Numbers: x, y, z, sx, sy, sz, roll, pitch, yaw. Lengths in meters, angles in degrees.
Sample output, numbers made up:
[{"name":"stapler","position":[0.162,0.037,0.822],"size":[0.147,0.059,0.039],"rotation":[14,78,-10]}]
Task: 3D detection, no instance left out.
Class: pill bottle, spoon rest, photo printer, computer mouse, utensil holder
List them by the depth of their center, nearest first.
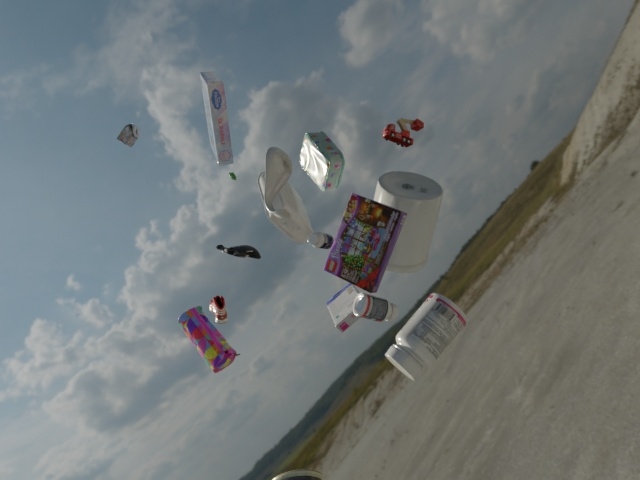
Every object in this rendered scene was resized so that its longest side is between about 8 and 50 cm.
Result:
[{"name":"spoon rest","position":[-0.151,-0.202,1.709],"size":[0.084,0.276,0.137],"rotation":[-16,-30,25]},{"name":"pill bottle","position":[0.365,0.336,1.716],"size":[0.283,0.160,0.160],"rotation":[-47,-15,-10]},{"name":"pill bottle","position":[0.000,0.000,2.067],"size":[0.067,0.067,0.120],"rotation":[-49,-28,18]},{"name":"pill bottle","position":[0.242,0.296,2.140],"size":[0.180,0.108,0.108],"rotation":[17,-50,-21]},{"name":"photo printer","position":[-0.160,-0.162,2.177],"size":[0.107,0.307,0.256],"rotation":[-33,-43,14]},{"name":"utensil holder","position":[0.387,-0.094,2.343],"size":[0.328,0.328,0.385],"rotation":[-29,-43,-43]},{"name":"computer mouse","position":[-0.407,0.055,2.624],"size":[0.262,0.184,0.060],"rotation":[14,-88,-37]}]

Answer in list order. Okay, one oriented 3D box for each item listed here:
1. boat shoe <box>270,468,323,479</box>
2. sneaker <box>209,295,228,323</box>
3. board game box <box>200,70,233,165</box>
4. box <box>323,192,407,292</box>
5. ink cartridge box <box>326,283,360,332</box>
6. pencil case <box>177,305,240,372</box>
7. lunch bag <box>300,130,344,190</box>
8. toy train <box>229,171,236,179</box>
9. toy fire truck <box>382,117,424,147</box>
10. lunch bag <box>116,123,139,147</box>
[{"name":"boat shoe","position":[-0.113,0.679,1.279],"size":[0.285,0.092,0.103],"rotation":[-29,-53,18]},{"name":"sneaker","position":[-0.520,0.321,2.529],"size":[0.087,0.221,0.128],"rotation":[-8,-66,-26]},{"name":"board game box","position":[-0.428,-0.508,2.024],"size":[0.066,0.318,0.318],"rotation":[-10,-61,-14]},{"name":"box","position":[0.149,0.007,1.686],"size":[0.057,0.201,0.293],"rotation":[7,-75,-59]},{"name":"ink cartridge box","position":[0.136,0.338,2.549],"size":[0.186,0.065,0.311],"rotation":[-41,19,3]},{"name":"pencil case","position":[-0.370,0.321,1.617],"size":[0.104,0.236,0.104],"rotation":[-38,-24,-21]},{"name":"lunch bag","position":[0.005,-0.387,2.405],"size":[0.108,0.279,0.224],"rotation":[-16,-41,-24]},{"name":"toy train","position":[-0.382,-0.279,2.140],"size":[0.024,0.083,0.017],"rotation":[-4,-66,-18]},{"name":"toy fire truck","position":[0.355,-0.476,2.117],"size":[0.192,0.135,0.047],"rotation":[15,-18,-28]},{"name":"lunch bag","position":[-0.741,-0.411,1.916],"size":[0.083,0.053,0.071],"rotation":[-58,2,-1]}]
